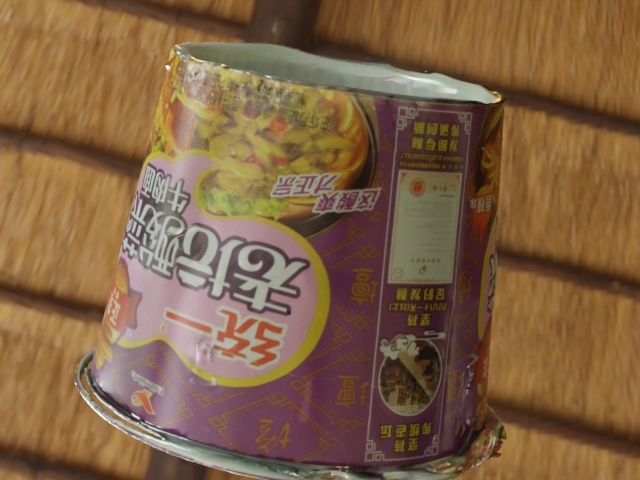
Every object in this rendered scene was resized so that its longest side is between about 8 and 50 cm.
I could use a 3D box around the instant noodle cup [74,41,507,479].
[{"bbox_3d":[0.000,0.000,1.046,0.339,0.340,0.266,10,-77,0],"label":"instant noodle cup"}]
